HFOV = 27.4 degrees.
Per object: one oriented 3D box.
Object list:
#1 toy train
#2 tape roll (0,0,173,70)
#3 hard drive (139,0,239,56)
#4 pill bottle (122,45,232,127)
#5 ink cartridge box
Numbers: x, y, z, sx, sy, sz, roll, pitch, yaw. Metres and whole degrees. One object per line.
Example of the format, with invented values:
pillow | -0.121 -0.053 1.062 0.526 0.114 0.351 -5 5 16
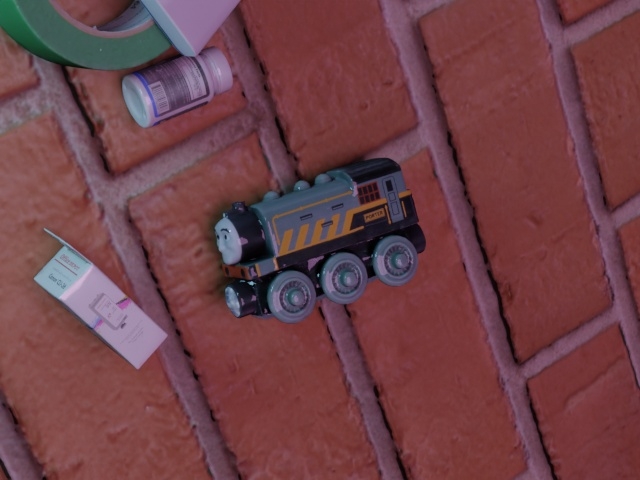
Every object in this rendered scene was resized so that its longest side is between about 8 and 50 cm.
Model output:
toy train | 0.000 0.000 1.933 0.334 0.142 0.190 -18 99 -24
tape roll | -0.283 -0.378 1.657 0.321 0.077 0.321 -13 109 -42
hard drive | -0.137 -0.427 1.703 0.318 0.040 0.210 -56 132 -22
pill bottle | -0.194 -0.212 1.789 0.137 0.078 0.078 -25 114 -24
ink cartridge box | -0.310 0.077 1.769 0.067 0.115 0.198 -48 120 -12
